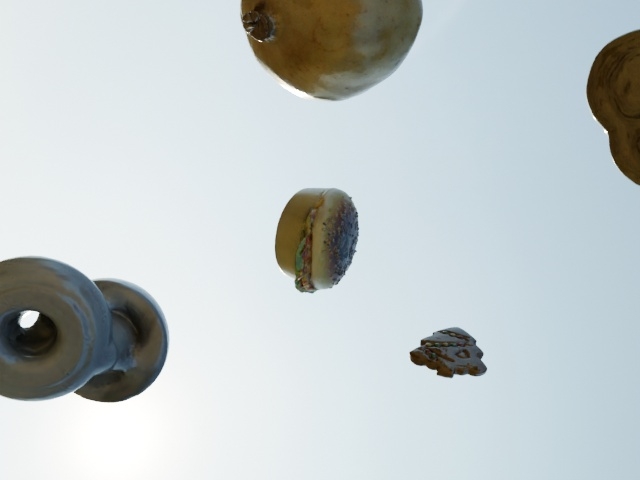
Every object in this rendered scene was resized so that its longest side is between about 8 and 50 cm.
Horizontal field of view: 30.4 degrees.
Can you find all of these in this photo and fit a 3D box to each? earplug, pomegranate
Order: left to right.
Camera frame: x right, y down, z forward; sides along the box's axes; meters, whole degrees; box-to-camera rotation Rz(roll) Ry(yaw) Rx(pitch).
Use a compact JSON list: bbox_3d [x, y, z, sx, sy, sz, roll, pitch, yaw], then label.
[{"bbox_3d":[-0.355,0.125,1.654,0.175,0.325,0.214,45,-71,41],"label":"earplug"},{"bbox_3d":[0.003,-0.231,1.187,0.196,0.196,0.196,-17,-109,61],"label":"pomegranate"}]

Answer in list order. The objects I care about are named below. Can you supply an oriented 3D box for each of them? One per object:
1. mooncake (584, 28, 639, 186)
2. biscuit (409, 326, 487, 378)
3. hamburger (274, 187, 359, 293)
[{"bbox_3d":[0.501,-0.196,1.671,0.117,0.235,0.235,-22,124,-72],"label":"mooncake"},{"bbox_3d":[0.139,0.115,1.239,0.092,0.082,0.016,-57,154,-56],"label":"biscuit"},{"bbox_3d":[0.000,0.000,1.425,0.081,0.141,0.126,13,-70,29],"label":"hamburger"}]
